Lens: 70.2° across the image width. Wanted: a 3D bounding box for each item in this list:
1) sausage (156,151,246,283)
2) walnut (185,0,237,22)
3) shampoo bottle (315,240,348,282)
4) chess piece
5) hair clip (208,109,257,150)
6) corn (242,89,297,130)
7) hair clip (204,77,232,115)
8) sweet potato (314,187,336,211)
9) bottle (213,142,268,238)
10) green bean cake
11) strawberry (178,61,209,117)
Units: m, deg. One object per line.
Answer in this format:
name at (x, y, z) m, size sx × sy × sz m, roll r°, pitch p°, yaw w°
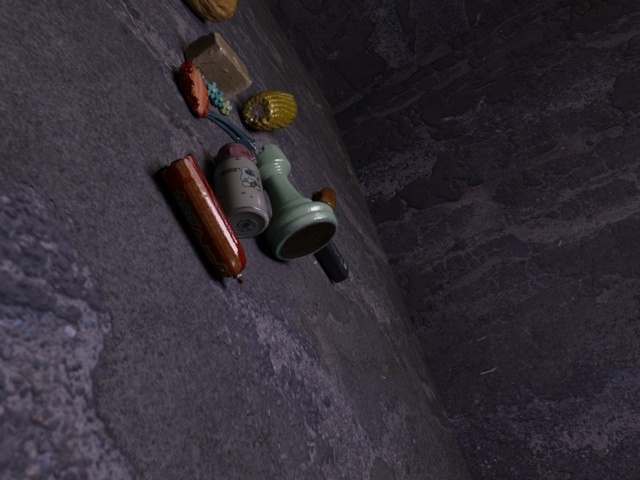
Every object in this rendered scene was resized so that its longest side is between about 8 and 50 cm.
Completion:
sausage at (-0.210, -0.033, 0.862) m, size 0.263 × 0.083 × 0.083 m, roll 63°, pitch 14°, yaw -9°
walnut at (-0.355, -0.802, 1.467) m, size 0.165 × 0.165 × 0.197 m, roll 67°, pitch 18°, yaw 9°
shampoo bottle at (0.000, 0.000, 1.558) m, size 0.309 × 0.071 × 0.098 m, roll 59°, pitch 16°, yaw -22°
chess piece at (-0.099, -0.114, 1.224) m, size 0.299 × 0.195 × 0.194 m, roll 61°, pitch 12°, yaw 24°
hair clip at (-0.253, -0.305, 1.271) m, size 0.229 × 0.039 × 0.070 m, roll 33°, pitch 33°, yaw -55°
corn at (-0.170, -0.459, 1.596) m, size 0.144 × 0.144 × 0.387 m, roll 62°, pitch 14°, yaw -10°
hair clip at (-0.294, -0.399, 1.269) m, size 0.173 × 0.049 × 0.049 m, roll 43°, pitch 25°, yaw -58°
sweet potato at (0.020, -0.171, 1.903) m, size 0.097 × 0.097 × 0.251 m, roll 60°, pitch 10°, yaw -18°
bottle at (-0.186, -0.124, 1.035) m, size 0.110 × 0.110 × 0.233 m, roll 46°, pitch 24°, yaw -51°
green bean cake at (-0.288, -0.493, 1.295) m, size 0.179 × 0.109 × 0.085 m, roll 37°, pitch 31°, yaw -60°
strawberry at (-0.315, -0.375, 1.134) m, size 0.104 × 0.048 × 0.152 m, roll 44°, pitch 38°, yaw -71°
